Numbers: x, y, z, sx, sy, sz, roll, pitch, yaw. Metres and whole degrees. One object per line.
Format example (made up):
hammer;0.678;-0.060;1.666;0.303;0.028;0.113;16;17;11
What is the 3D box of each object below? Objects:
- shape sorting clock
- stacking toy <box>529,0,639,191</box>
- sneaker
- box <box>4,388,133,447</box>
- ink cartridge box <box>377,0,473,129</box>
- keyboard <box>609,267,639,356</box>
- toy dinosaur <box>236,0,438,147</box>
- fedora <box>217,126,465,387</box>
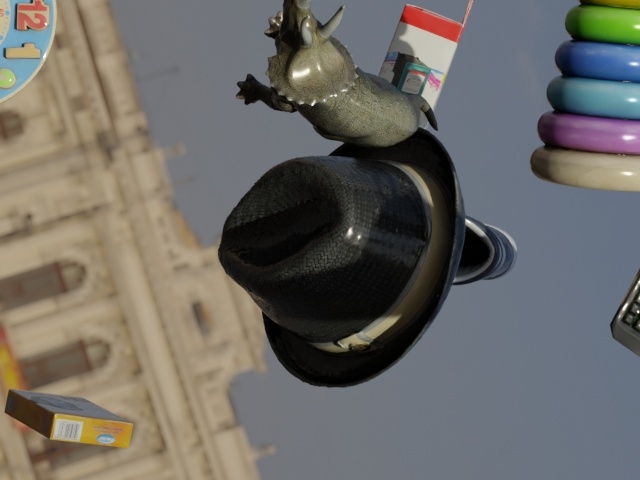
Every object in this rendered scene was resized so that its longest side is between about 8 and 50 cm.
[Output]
shape sorting clock;-0.377;-0.235;1.971;0.040;0.206;0.206;163;-90;-80
stacking toy;0.286;-0.218;1.851;0.141;0.141;0.330;-153;-114;-71
sneaker;0.109;0.002;2.467;0.153;0.282;0.099;-5;101;-79
box;-0.241;0.166;1.794;0.136;0.081;0.028;11;-90;60
ink cartridge box;0.109;-0.191;2.287;0.134;0.078;0.231;102;9;-78
keyboard;0.497;0.100;2.202;0.317;0.202;0.033;32;-10;-19
toy dinosaur;0.021;-0.141;1.899;0.313;0.121;0.160;37;-1;-43
fedora;0.000;0.000;2.073;0.334;0.152;0.334;-27;-126;43
